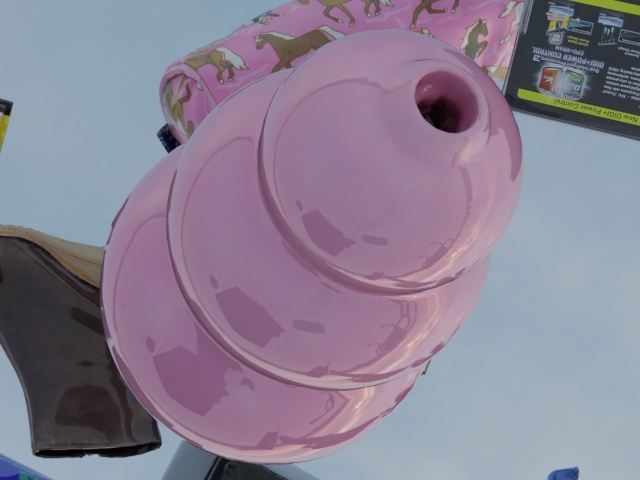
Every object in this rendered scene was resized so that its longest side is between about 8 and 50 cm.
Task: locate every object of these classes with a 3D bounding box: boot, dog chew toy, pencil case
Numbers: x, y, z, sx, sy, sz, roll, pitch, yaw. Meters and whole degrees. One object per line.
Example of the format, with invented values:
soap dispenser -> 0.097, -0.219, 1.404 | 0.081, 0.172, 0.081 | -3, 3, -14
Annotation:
boot -> -0.266, 0.096, 1.255 | 0.248, 0.207, 0.090 | 5, -30, -20
dog chew toy -> 0.000, 0.000, 0.744 | 0.206, 0.206, 0.332 | 46, -31, 1
pencil case -> 0.035, -0.166, 1.316 | 0.160, 0.386, 0.167 | 57, -24, 7

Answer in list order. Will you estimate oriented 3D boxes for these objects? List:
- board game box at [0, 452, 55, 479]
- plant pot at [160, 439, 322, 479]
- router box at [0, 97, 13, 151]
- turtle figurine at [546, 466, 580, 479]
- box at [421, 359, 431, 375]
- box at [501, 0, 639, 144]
board game box -> -0.287, 0.222, 1.112 | 0.160, 0.210, 0.047 | 29, -85, -10
plant pot -> -0.071, 0.281, 1.266 | 0.187, 0.188, 0.167 | 30, -16, -4
router box -> -0.454, -0.117, 1.545 | 0.178, 0.133, 0.046 | 15, -26, -14
turtle figurine -> 0.323, 0.344, 1.263 | 0.197, 0.266, 0.275 | -27, -76, 7
box -> 0.047, 0.051, 1.343 | 0.077, 0.180, 0.147 | 34, -71, 43
box -> 0.265, -0.153, 0.832 | 0.270, 0.060, 0.216 | 14, -84, 10
